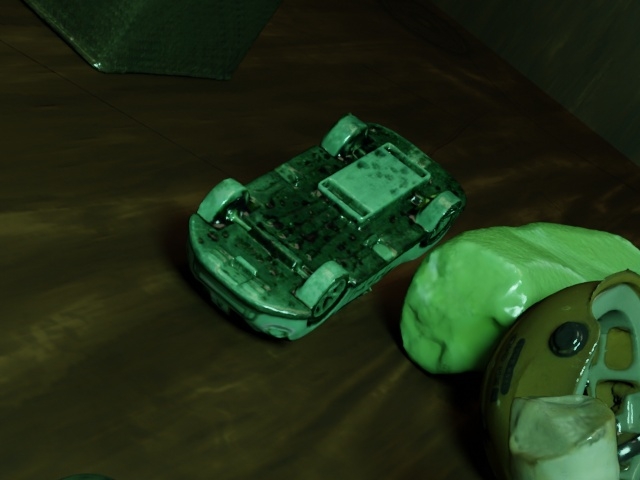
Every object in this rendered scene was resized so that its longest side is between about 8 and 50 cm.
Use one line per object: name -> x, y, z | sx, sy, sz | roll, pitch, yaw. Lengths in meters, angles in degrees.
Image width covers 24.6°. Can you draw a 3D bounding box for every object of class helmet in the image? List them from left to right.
helmet -> 0.206, 0.137, 1.238 | 0.198, 0.130, 0.224 | 45, 50, -52

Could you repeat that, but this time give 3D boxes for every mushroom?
mushroom -> 0.168, 0.199, 0.977 | 0.204, 0.204, 0.204 | 31, 21, -13

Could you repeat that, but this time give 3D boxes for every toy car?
toy car -> 0.000, 0.000, 1.285 | 0.136, 0.125, 0.306 | 39, 42, 16

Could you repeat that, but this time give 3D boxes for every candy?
candy -> 0.206, 0.059, 1.439 | 0.132, 0.142, 0.343 | 19, 14, 31

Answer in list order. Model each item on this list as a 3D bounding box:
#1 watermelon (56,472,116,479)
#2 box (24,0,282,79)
watermelon -> -0.130, 0.168, 0.779 | 0.078, 0.078, 0.110 | 36, 21, 0
box -> -0.185, -0.285, 1.591 | 0.184, 0.143, 0.273 | 43, 20, 19
